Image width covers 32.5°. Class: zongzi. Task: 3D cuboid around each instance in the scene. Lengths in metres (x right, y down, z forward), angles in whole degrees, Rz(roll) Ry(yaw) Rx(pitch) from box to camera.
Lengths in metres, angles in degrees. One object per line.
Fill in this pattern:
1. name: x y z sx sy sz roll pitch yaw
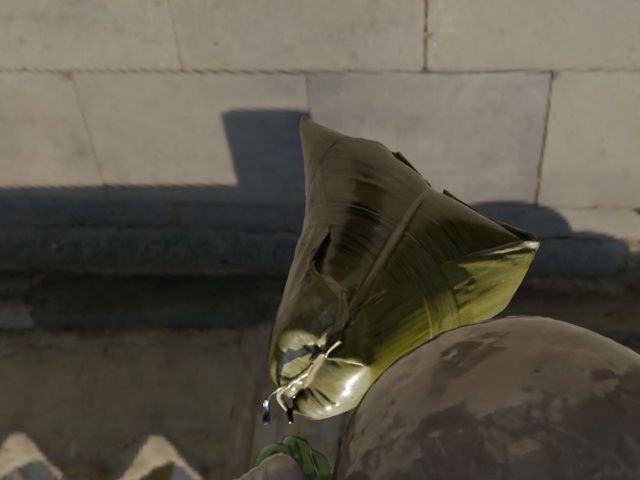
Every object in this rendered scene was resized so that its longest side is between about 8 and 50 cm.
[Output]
1. zongzi: -0.002 0.002 0.684 0.204 0.205 0.094 43 134 21

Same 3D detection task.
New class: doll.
1. doll: -0.001 0.126 0.373 0.287 0.151 0.151 -21 144 -17

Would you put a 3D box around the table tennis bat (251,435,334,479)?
1. table tennis bat: -0.054 0.206 0.514 0.039 0.160 0.257 17 108 -20
